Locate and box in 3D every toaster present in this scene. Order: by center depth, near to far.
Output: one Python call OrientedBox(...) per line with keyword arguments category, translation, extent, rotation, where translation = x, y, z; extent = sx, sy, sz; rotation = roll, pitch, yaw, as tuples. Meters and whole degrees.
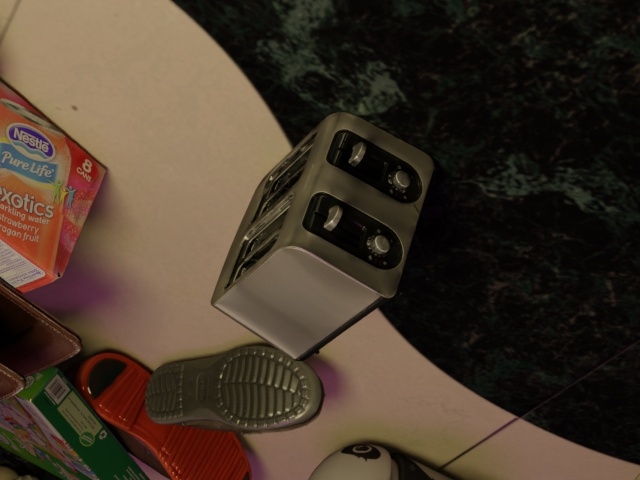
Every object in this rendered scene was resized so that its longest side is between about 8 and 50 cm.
OrientedBox(category="toaster", translation=(0.000, 0.000, 1.275), extent=(0.110, 0.168, 0.185), rotation=(33, 141, -15))

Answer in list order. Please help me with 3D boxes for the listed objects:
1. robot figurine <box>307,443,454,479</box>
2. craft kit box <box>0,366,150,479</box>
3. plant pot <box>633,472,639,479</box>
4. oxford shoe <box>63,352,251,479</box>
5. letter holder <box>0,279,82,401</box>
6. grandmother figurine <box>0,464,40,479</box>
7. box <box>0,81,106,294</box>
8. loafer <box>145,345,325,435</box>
OrientedBox(category="robot figurine", translation=(0.106, 0.346, 1.686), extent=(0.278, 0.174, 0.209), rotation=(27, 113, -12))
OrientedBox(category="craft kit box", translation=(-0.349, 0.203, 1.725), extent=(0.246, 0.061, 0.250), rotation=(21, 152, 39))
OrientedBox(category="plant pot", translation=(0.446, 0.401, 1.515), extent=(0.333, 0.334, 0.305), rotation=(11, 154, 10))
OrientedBox(category="oxford shoe", translation=(-0.194, 0.227, 1.738), extent=(0.271, 0.097, 0.098), rotation=(44, 151, -21))
OrientedBox(category="letter holder", translation=(-0.407, 0.142, 1.413), extent=(0.301, 0.152, 0.214), rotation=(-18, 135, 40))
OrientedBox(category="grandmother figurine", translation=(-0.540, 0.303, 1.979), extent=(0.342, 0.104, 0.208), rotation=(26, 171, -15))
OrientedBox(category="box", translation=(-0.375, -0.022, 1.426), extent=(0.300, 0.142, 0.154), rotation=(-19, 130, 41))
OrientedBox(category="loafer", translation=(-0.085, 0.170, 1.619), extent=(0.251, 0.094, 0.087), rotation=(-3, 165, 41))
